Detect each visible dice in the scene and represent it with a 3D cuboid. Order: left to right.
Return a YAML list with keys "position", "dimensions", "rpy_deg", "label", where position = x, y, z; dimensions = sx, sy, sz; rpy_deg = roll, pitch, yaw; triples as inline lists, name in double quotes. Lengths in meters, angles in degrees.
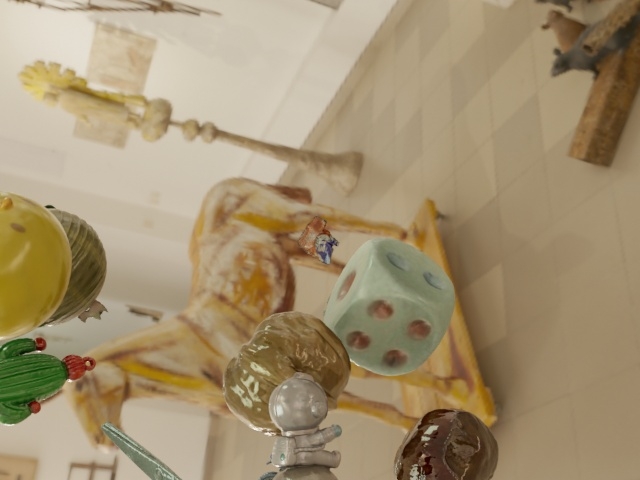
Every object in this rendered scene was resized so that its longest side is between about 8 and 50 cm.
- position: [0.180, 0.172, 2.007]
  dimensions: [0.268, 0.263, 0.264]
  rpy_deg: [-58, 12, 27]
  label: "dice"

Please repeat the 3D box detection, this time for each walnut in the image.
- position: [-0.075, 0.315, 1.779]
  dimensions: [0.296, 0.285, 0.285]
  rpy_deg: [-56, 15, -12]
  label: "walnut"

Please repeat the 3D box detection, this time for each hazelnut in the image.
- position: [0.265, 0.458, 1.637]
  dimensions: [0.218, 0.234, 0.217]
  rpy_deg: [9, 104, 39]
  label: "hazelnut"

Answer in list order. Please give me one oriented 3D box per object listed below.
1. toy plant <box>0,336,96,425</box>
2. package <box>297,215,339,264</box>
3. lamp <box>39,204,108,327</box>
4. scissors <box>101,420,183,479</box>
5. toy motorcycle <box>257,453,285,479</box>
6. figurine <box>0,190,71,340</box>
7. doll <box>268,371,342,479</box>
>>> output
- position: [-0.574, 0.260, 1.490]
  dimensions: [0.240, 0.155, 0.088]
  rpy_deg: [-43, -10, -50]
  label: "toy plant"
- position: [0.001, 0.001, 1.574]
  dimensions: [0.111, 0.033, 0.077]
  rpy_deg: [41, 119, 48]
  label: "package"
- position: [-0.541, 0.068, 1.544]
  dimensions: [0.250, 0.284, 0.250]
  rpy_deg: [-24, 37, 20]
  label: "lamp"
- position: [-0.276, 0.466, 1.441]
  dimensions: [0.447, 0.029, 0.192]
  rpy_deg: [28, 111, 31]
  label: "scissors"
- position: [-0.029, 0.597, 1.757]
  dimensions: [0.135, 0.254, 0.092]
  rpy_deg: [-55, -5, -9]
  label: "toy motorcycle"
- position: [-0.492, 0.030, 0.962]
  dimensions: [0.215, 0.344, 0.187]
  rpy_deg: [-88, -2, -51]
  label: "figurine"
- position: [-0.035, 0.380, 1.349]
  dimensions: [0.151, 0.151, 0.287]
  rpy_deg: [157, 109, -68]
  label: "doll"
